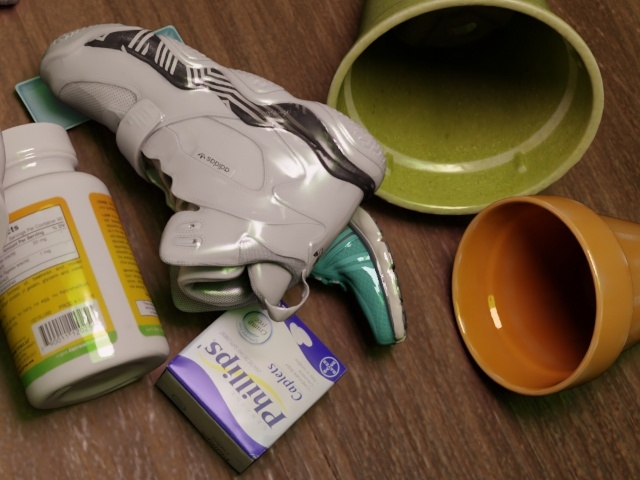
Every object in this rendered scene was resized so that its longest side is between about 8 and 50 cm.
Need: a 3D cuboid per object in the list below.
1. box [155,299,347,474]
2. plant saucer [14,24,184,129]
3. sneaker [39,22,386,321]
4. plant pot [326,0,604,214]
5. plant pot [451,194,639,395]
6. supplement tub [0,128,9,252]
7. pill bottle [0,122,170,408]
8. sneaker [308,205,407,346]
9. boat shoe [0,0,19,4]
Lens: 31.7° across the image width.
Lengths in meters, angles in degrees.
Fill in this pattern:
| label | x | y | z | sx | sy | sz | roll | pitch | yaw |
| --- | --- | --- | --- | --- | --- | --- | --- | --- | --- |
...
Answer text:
| label | x | y | z | sx | sy | sz | roll | pitch | yaw |
| --- | --- | --- | --- | --- | --- | --- | --- | --- | --- |
| box | -0.068 | 0.134 | 1.109 | 0.126 | 0.072 | 0.137 | 46 | 63 | 3 |
| plant saucer | -0.225 | -0.169 | 1.205 | 0.192 | 0.018 | 0.067 | -28 | 80 | -25 |
| sneaker | -0.138 | -0.064 | 1.081 | 0.366 | 0.137 | 0.210 | 22 | 66 | 10 |
| plant pot | 0.145 | -0.212 | 1.215 | 0.276 | 0.276 | 0.254 | 15 | 43 | -13 |
| plant pot | 0.277 | 0.050 | 1.203 | 0.188 | 0.205 | 0.205 | -5 | 71 | -37 |
| supplement tub | -0.401 | -0.110 | 0.957 | 0.228 | 0.228 | 0.316 | -14 | 55 | -23 |
| pill bottle | -0.245 | 0.021 | 1.056 | 0.136 | 0.136 | 0.245 | -17 | 76 | -24 |
| sneaker | 0.000 | 0.000 | 1.187 | 0.110 | 0.107 | 0.275 | -31 | 76 | -8 |
| boat shoe | -0.342 | -0.416 | 1.202 | 0.119 | 0.121 | 0.335 | 15 | 68 | -18 |
